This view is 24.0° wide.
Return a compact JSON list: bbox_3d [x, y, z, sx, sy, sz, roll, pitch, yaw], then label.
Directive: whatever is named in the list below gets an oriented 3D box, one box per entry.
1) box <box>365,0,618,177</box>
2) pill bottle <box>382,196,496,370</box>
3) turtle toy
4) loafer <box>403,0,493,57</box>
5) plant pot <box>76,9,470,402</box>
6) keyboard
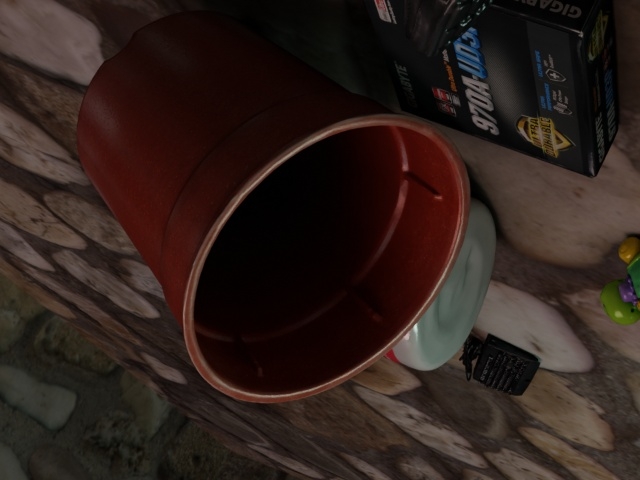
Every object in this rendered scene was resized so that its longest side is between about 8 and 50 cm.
[{"bbox_3d":[0.128,-0.140,1.114,0.175,0.051,0.220,22,163,20],"label":"box"},{"bbox_3d":[0.000,0.000,1.513,0.318,0.176,0.176,19,161,27],"label":"pill bottle"},{"bbox_3d":[0.306,0.045,1.363,0.095,0.066,0.130,34,162,-20],"label":"turtle toy"},{"bbox_3d":[0.085,-0.202,0.926,0.078,0.076,0.223,39,150,15],"label":"loafer"},{"bbox_3d":[-0.060,-0.051,1.277,0.265,0.272,0.272,45,178,40],"label":"plant pot"},{"bbox_3d":[0.218,0.168,1.919,0.100,0.038,0.192,25,162,9],"label":"keyboard"}]
